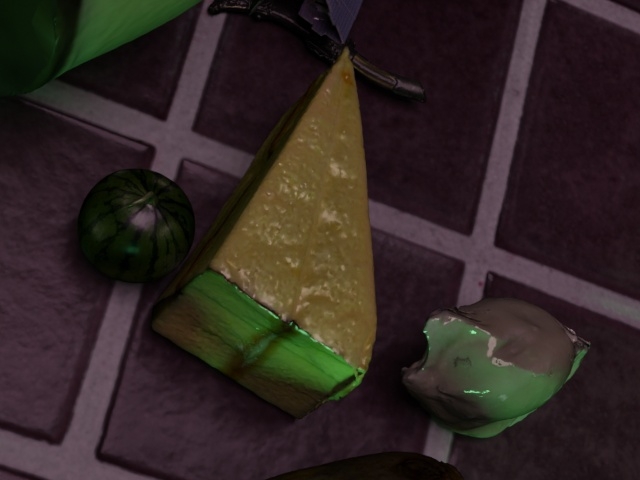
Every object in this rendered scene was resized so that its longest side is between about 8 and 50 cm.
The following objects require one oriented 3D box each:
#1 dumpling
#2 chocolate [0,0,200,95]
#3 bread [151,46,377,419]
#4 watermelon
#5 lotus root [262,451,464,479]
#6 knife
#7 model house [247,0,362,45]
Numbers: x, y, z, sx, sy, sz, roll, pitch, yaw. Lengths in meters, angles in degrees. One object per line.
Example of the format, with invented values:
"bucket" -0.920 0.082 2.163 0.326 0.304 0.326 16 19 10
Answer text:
"dumpling" 0.149 0.113 1.317 0.199 0.136 0.118 19 31 -35
"chocolate" -0.220 -0.311 1.211 0.326 0.314 0.297 51 55 -2
"bread" 0.001 -0.004 1.267 0.163 0.168 0.264 36 64 -9
"watermelon" -0.152 -0.015 1.246 0.109 0.109 0.109 6 72 -19
"lotus root" 0.017 0.245 1.219 0.241 0.124 0.123 -10 63 -21
"knife" 0.003 -0.186 1.402 0.222 0.021 0.045 24 66 -8
"model house" 0.016 -0.260 1.373 0.088 0.117 0.167 35 51 -18
